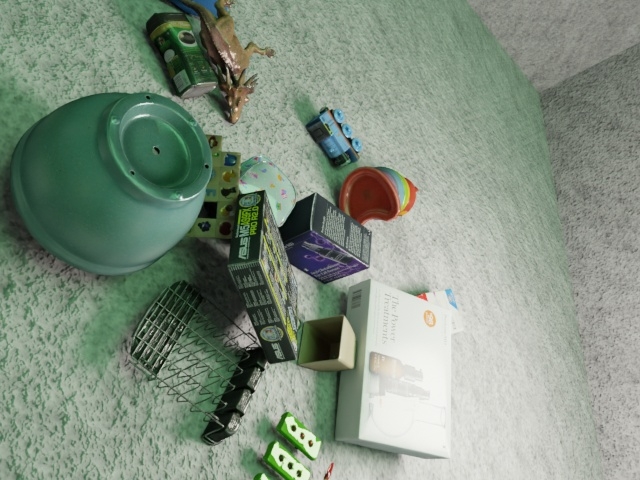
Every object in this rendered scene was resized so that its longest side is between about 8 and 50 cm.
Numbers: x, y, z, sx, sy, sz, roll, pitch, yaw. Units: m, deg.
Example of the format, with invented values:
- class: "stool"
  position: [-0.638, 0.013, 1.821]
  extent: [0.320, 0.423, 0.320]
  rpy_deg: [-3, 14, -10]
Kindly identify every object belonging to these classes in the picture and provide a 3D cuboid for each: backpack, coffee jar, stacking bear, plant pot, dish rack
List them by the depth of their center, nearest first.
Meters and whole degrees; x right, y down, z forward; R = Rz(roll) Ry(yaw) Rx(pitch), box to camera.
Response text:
- class: "plant pot"
  position: [-0.295, -0.111, 0.866]
  extent: [0.293, 0.196, 0.293]
  rpy_deg: [22, 57, -40]
- class: "dish rack"
  position: [-0.222, 0.215, 1.016]
  extent: [0.271, 0.074, 0.208]
  rpy_deg: [46, 41, -21]
- class: "backpack"
  position: [-0.138, -0.095, 1.213]
  extent: [0.166, 0.144, 0.188]
  rpy_deg: [45, 40, -17]
- class: "coffee jar"
  position: [-0.308, -0.413, 1.227]
  extent: [0.096, 0.079, 0.184]
  rpy_deg: [-28, 93, -51]
- class: "plant pot"
  position: [0.027, 0.245, 1.262]
  extent: [0.096, 0.109, 0.109]
  rpy_deg: [44, 42, -41]
- class: "stacking bear"
  position: [0.191, -0.131, 1.606]
  extent: [0.289, 0.175, 0.164]
  rpy_deg: [-9, 85, -60]

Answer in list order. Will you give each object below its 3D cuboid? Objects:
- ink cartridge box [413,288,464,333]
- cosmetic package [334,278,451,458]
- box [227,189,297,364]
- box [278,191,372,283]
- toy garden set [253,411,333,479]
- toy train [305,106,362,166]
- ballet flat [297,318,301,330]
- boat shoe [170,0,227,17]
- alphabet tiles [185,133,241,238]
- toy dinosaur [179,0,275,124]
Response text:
- class: "ink cartridge box"
  position: [0.319, 0.223, 1.622]
  extent: [0.231, 0.078, 0.134]
  rpy_deg: [-1, 72, -49]
- class: "cosmetic package"
  position: [0.190, 0.317, 1.355]
  extent: [0.284, 0.097, 0.377]
  rpy_deg: [23, 59, -30]
- class: "box"
  position: [-0.103, 0.071, 1.076]
  extent: [0.216, 0.060, 0.270]
  rpy_deg: [-92, 169, -50]
- class: "box"
  position: [0.000, 0.000, 1.313]
  extent: [0.207, 0.153, 0.108]
  rpy_deg: [32, 50, -34]
- class: "toy garden set"
  position: [-0.056, 0.500, 1.079]
  extent: [0.204, 0.049, 0.244]
  rpy_deg: [48, 41, -19]
- class: "toy train"
  position: [0.043, -0.290, 1.574]
  extent: [0.184, 0.080, 0.105]
  rpy_deg: [56, 49, -16]
- class: "ballet flat"
  position: [-0.074, 0.184, 1.223]
  extent: [0.114, 0.041, 0.041]
  rpy_deg: [8, 66, -47]
- class: "boat shoe"
  position: [-0.327, -0.611, 1.289]
  extent: [0.258, 0.109, 0.089]
  rpy_deg: [14, 58, -47]
- class: "alphabet tiles"
  position: [-0.260, -0.114, 1.091]
  extent: [0.198, 0.009, 0.237]
  rpy_deg: [3, 63, -7]
- class: "toy dinosaur"
  position: [-0.223, -0.440, 1.276]
  extent: [0.295, 0.127, 0.200]
  rpy_deg: [53, 32, -30]
